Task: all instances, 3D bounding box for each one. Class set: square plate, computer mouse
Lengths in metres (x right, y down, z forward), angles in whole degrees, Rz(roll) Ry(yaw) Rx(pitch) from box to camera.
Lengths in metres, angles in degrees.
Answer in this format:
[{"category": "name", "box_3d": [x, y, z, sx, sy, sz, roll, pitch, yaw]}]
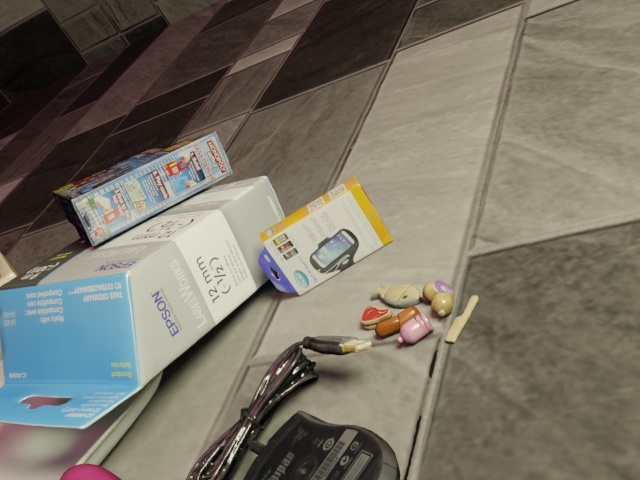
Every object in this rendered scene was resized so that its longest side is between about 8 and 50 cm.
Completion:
[{"category": "square plate", "box_3d": [-0.357, 0.256, 0.859, 0.347, 0.049, 0.344, -2, 40, 44]}, {"category": "computer mouse", "box_3d": [0.007, 0.158, 0.628, 0.184, 0.060, 0.262, -53, 22, -24]}]

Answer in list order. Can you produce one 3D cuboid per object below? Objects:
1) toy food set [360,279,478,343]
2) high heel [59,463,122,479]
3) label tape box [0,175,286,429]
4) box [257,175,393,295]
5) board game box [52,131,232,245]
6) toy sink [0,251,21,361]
[{"category": "toy food set", "box_3d": [0.081, 0.065, 0.733, 0.122, 0.019, 0.078, -2, 41, 45]}, {"category": "high heel", "box_3d": [-0.042, 0.214, 0.506, 0.181, 0.127, 0.377, -49, 46, -9]}, {"category": "label tape box", "box_3d": [-0.226, 0.059, 0.881, 0.249, 0.115, 0.348, -8, 20, 39]}, {"category": "box", "box_3d": [0.000, 0.000, 0.854, 0.136, 0.081, 0.028, -30, 28, 6]}, {"category": "board game box", "box_3d": [-0.217, -0.070, 0.976, 0.194, 0.060, 0.194, -27, 16, -19]}, {"category": "toy sink", "box_3d": [-0.496, 0.141, 1.098, 0.234, 0.131, 0.153, -41, 28, -14]}]
